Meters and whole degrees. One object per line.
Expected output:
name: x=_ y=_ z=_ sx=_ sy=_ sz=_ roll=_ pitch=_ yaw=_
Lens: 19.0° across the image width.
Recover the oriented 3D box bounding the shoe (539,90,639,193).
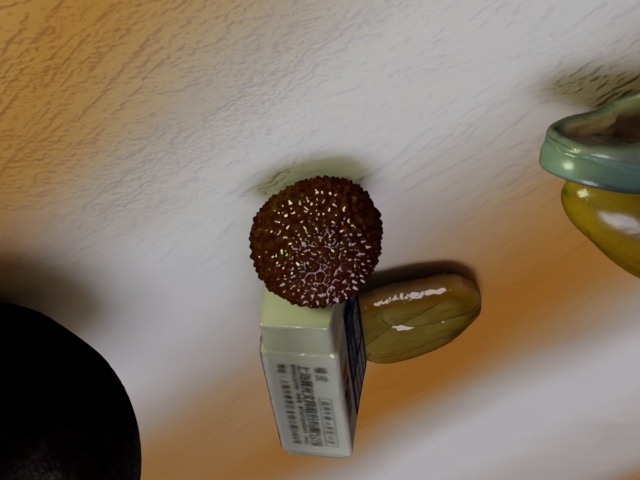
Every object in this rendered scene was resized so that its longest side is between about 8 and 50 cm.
shoe: x=0.303 y=-0.093 z=1.640 sx=0.251 sy=0.103 sz=0.100 roll=-4 pitch=121 yaw=-31

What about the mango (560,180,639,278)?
mango: x=0.315 y=-0.018 z=1.767 sx=0.253 sy=0.113 sz=0.138 roll=14 pitch=169 yaw=-38

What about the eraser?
eraser: x=-0.007 y=0.104 z=1.922 sx=0.081 sy=0.124 sz=0.279 roll=4 pitch=147 yaw=8

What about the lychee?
lychee: x=-0.001 y=-0.003 z=1.749 sx=0.123 sy=0.123 sz=0.129 roll=4 pitch=134 yaw=-19

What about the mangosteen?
mangosteen: x=-0.347 y=0.274 z=1.917 sx=0.382 sy=0.435 sz=0.382 roll=-26 pitch=176 yaw=-2

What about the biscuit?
biscuit: x=0.076 y=0.089 z=2.061 sx=0.203 sy=0.041 sz=0.260 roll=10 pitch=154 yaw=-29
